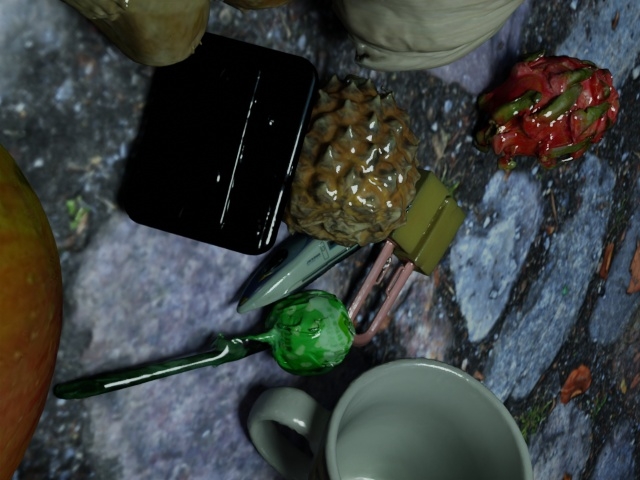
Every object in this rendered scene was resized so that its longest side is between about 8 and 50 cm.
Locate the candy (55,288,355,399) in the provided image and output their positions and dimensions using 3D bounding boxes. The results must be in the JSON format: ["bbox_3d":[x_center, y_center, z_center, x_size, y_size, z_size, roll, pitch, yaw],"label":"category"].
[{"bbox_3d":[-0.107,0.117,0.725,0.324,0.097,0.097,-10,108,-31],"label":"candy"}]

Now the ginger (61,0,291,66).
[{"bbox_3d":[-0.104,-0.285,0.575,0.304,0.155,0.244,-33,114,-39],"label":"ginger"}]

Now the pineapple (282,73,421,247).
[{"bbox_3d":[0.024,-0.095,0.727,0.166,0.166,0.193,32,55,-41],"label":"pineapple"}]

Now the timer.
[{"bbox_3d":[-0.091,-0.090,0.638,0.055,0.144,0.187,2,104,-84],"label":"timer"}]

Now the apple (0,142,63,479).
[{"bbox_3d":[-0.308,0.057,0.365,0.340,0.340,0.339,-12,109,-38],"label":"apple"}]

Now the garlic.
[{"bbox_3d":[0.116,-0.323,0.665,0.241,0.322,0.321,19,89,-17],"label":"garlic"}]

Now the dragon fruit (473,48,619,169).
[{"bbox_3d":[0.297,-0.174,0.944,0.172,0.166,0.160,-12,94,-16],"label":"dragon fruit"}]

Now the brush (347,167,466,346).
[{"bbox_3d":[0.093,0.030,0.886,0.103,0.047,0.233,42,75,-39],"label":"brush"}]

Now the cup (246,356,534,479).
[{"bbox_3d":[0.047,0.278,0.803,0.227,0.301,0.257,-63,179,-42],"label":"cup"}]

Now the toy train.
[{"bbox_3d":[0.000,0.001,0.790,0.252,0.055,0.048,-35,122,-30],"label":"toy train"}]
